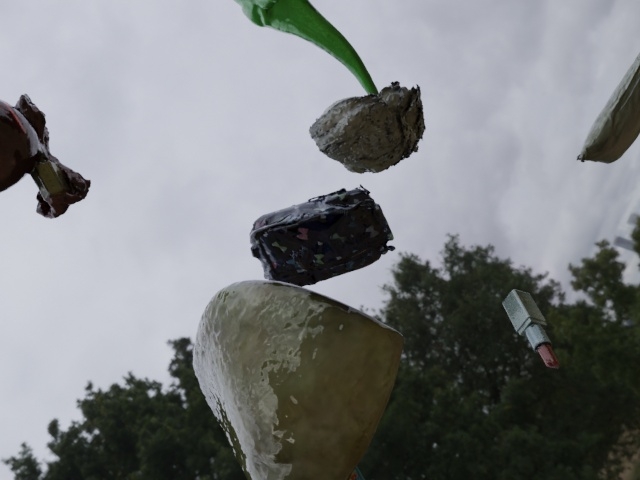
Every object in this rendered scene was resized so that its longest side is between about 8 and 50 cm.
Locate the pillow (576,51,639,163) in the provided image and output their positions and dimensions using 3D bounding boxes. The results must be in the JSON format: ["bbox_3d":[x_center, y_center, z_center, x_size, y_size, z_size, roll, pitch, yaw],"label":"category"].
[{"bbox_3d":[0.385,-0.190,0.674,0.148,0.050,0.229,-2,-58,-50],"label":"pillow"}]

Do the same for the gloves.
[{"bbox_3d":[0.057,-0.113,0.591,0.153,0.115,0.070,10,-118,-68],"label":"gloves"}]

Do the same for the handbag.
[{"bbox_3d":[0.000,0.000,1.086,0.113,0.261,0.161,-99,-12,-63],"label":"handbag"}]

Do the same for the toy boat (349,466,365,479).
[{"bbox_3d":[0.016,0.388,0.878,0.110,0.174,0.091,-32,-2,-21],"label":"toy boat"}]

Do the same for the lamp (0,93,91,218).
[{"bbox_3d":[-0.460,-0.127,0.818,0.223,0.214,0.151,-23,-6,-35],"label":"lamp"}]

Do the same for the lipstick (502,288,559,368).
[{"bbox_3d":[0.274,0.117,0.742,0.129,0.030,0.030,-99,30,-54],"label":"lipstick"}]

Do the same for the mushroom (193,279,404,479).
[{"bbox_3d":[-0.059,0.182,0.635,0.292,0.218,0.211,100,-169,-67],"label":"mushroom"}]

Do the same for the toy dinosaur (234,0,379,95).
[{"bbox_3d":[-0.111,-0.445,1.174,0.144,0.375,0.499,-49,-52,-19],"label":"toy dinosaur"}]
